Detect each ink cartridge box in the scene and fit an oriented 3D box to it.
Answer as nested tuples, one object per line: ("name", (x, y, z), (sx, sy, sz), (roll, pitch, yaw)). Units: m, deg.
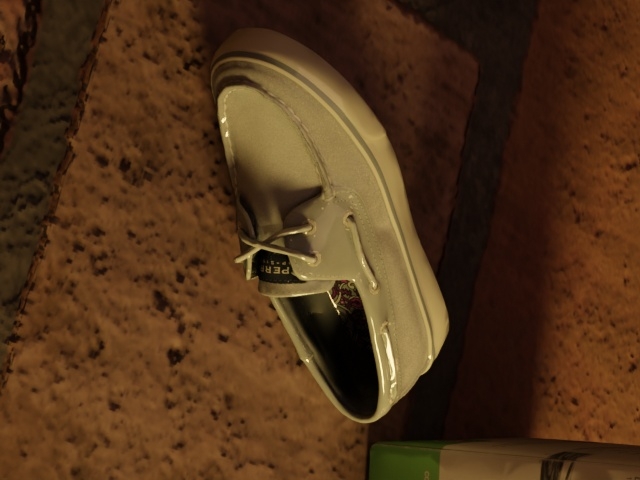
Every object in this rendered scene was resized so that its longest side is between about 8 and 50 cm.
("ink cartridge box", (0.158, 0.159, 1.067), (0.160, 0.219, 0.093), (6, 86, -50))

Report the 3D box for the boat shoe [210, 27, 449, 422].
("boat shoe", (-0.001, 0.000, 0.984), (0.081, 0.079, 0.227), (-57, 134, -38))
